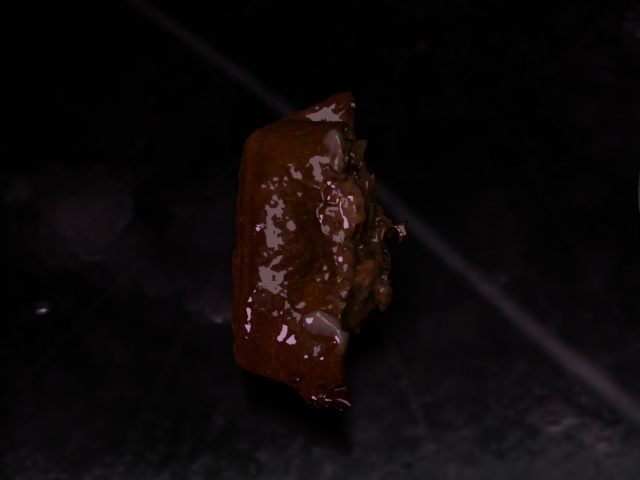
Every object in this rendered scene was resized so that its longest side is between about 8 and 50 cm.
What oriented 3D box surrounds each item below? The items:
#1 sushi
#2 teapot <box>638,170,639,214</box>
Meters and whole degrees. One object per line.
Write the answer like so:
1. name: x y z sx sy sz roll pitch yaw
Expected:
1. sushi: 0.000 0.001 0.592 0.060 0.061 0.118 3 80 -5
2. teapot: 0.188 -0.038 0.547 0.162 0.149 0.239 32 66 18
